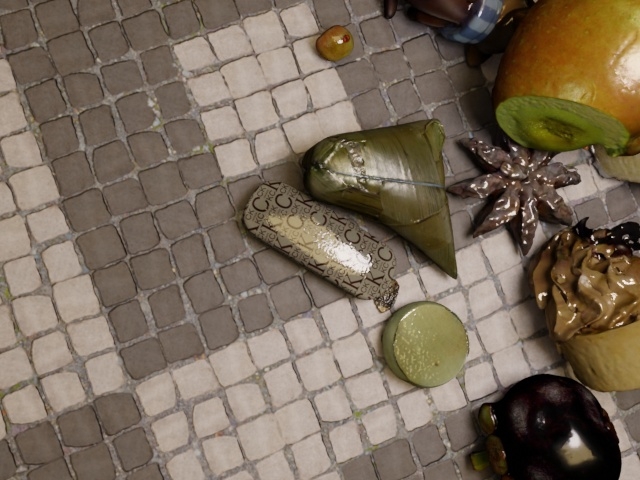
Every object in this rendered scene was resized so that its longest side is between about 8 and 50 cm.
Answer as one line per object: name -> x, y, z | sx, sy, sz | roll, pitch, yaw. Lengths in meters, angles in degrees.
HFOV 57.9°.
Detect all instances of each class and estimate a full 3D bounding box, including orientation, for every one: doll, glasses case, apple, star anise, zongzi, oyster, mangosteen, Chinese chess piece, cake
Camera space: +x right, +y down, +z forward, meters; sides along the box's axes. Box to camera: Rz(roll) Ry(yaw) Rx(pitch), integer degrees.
doll -> 0.330, -0.556, 1.278 | 0.339, 0.318, 0.209 | 24, 59, -18
glasses case -> 0.000, 0.000, 1.248 | 0.354, 0.085, 0.137 | 31, 78, -4
apple -> 0.545, -0.319, 1.133 | 0.373, 0.384, 0.374 | 15, 41, -13
star anise -> 0.448, -0.130, 1.312 | 0.331, 0.117, 0.332 | 0, 82, -4
zongzi -> 0.137, -0.059, 1.235 | 0.322, 0.160, 0.361 | -13, 94, -17
apple -> 0.033, -0.440, 1.298 | 0.084, 0.084, 0.071 | -39, 108, -10
oyster -> 0.148, 0.122, 1.292 | 0.054, 0.019, 0.083 | 19, 82, -7
mangosteen -> 0.457, 0.428, 1.210 | 0.302, 0.275, 0.275 | -25, 89, 22
Chinese chess piece -> 0.228, 0.226, 1.266 | 0.188, 0.083, 0.189 | 1, 84, -12
cake -> 0.616, 0.105, 1.212 | 0.332, 0.332, 0.321 | -30, 91, -10

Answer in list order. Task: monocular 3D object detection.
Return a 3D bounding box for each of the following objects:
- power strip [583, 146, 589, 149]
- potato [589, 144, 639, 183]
power strip -> 0.589, -0.291, 1.382 | 0.028, 0.049, 0.178 | -32, 90, -4
potato -> 0.807, -0.261, 1.332 | 0.237, 0.300, 0.289 | -24, 123, -29
